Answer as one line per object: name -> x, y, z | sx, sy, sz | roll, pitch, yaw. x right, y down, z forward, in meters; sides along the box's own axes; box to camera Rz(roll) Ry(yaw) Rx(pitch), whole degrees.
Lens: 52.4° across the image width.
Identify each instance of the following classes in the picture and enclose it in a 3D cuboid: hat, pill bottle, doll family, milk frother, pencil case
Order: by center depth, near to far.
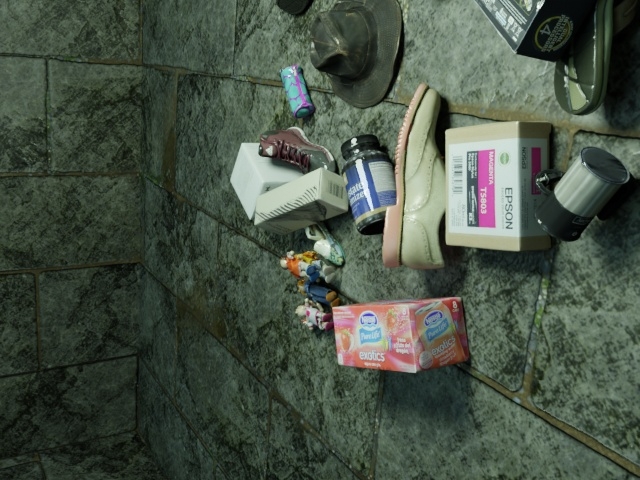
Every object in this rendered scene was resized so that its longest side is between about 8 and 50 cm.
milk frother -> 0.413, -0.097, 1.053 | 0.143, 0.129, 0.134 | 57, 142, 29
pill bottle -> 0.119, -0.132, 1.532 | 0.123, 0.123, 0.219 | -39, 61, 53
hat -> 0.052, -0.484, 1.586 | 0.331, 0.134, 0.331 | 9, 101, 58
doll family -> -0.020, 0.122, 1.822 | 0.163, 0.118, 0.263 | 19, 133, 49
pencil case -> -0.066, -0.424, 1.849 | 0.070, 0.064, 0.151 | 115, 140, -64

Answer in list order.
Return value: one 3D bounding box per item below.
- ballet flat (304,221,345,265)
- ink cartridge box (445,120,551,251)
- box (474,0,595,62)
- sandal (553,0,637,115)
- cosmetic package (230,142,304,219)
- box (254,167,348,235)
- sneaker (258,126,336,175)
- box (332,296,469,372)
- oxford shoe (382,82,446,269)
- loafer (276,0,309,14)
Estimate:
ballet flat -> 0.000, 0.000, 1.798 | 0.188, 0.070, 0.070 | 57, 139, 37
ink cartridge box -> 0.330, -0.101, 1.228 | 0.193, 0.088, 0.234 | 5, 97, 59
box -> 0.348, -0.527, 1.050 | 0.395, 0.097, 0.318 | -104, 27, -45
sandal -> 0.437, -0.348, 1.021 | 0.120, 0.086, 0.302 | -143, 56, -68
cosmetic package -> -0.157, -0.178, 1.945 | 0.183, 0.151, 0.151 | 61, 141, 36
box -> -0.053, -0.100, 1.759 | 0.275, 0.113, 0.094 | -20, 58, 46
sneaker -> -0.085, -0.231, 1.810 | 0.281, 0.162, 0.106 | 45, 130, 47
box -> 0.172, 0.207, 1.465 | 0.300, 0.154, 0.142 | -12, 83, 60
oxford shoe -> 0.229, -0.131, 1.384 | 0.146, 0.140, 0.397 | 8, 91, 14
loafer -> -0.049, -0.702, 1.793 | 0.220, 0.080, 0.078 | -23, 42, 58
